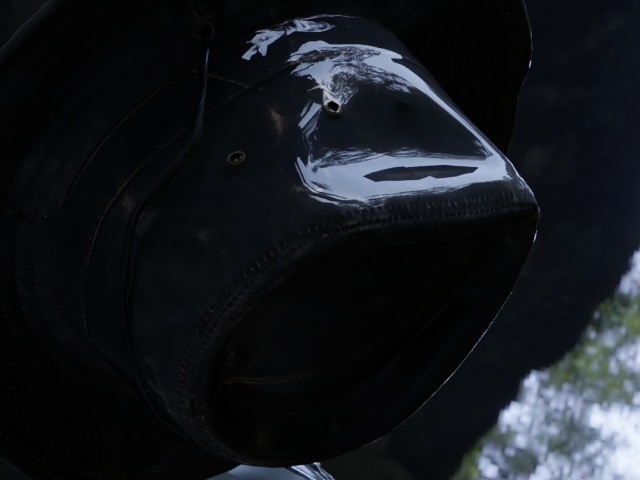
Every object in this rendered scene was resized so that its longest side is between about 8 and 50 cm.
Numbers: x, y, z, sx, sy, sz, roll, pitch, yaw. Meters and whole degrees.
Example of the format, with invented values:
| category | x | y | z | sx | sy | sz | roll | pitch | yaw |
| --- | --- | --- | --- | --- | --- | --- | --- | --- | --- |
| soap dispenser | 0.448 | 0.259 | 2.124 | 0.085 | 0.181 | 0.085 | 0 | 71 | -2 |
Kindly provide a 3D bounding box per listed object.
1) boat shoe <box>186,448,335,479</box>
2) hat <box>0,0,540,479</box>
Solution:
| category | x | y | z | sx | sy | sz | roll | pitch | yaw |
| --- | --- | --- | --- | --- | --- | --- | --- | --- | --- |
| boat shoe | -0.035 | 0.117 | 0.850 | 0.219 | 0.070 | 0.078 | 33 | -45 | 1 |
| hat | 0.000 | 0.000 | 0.701 | 0.134 | 0.331 | 0.331 | 35 | -21 | 42 |
